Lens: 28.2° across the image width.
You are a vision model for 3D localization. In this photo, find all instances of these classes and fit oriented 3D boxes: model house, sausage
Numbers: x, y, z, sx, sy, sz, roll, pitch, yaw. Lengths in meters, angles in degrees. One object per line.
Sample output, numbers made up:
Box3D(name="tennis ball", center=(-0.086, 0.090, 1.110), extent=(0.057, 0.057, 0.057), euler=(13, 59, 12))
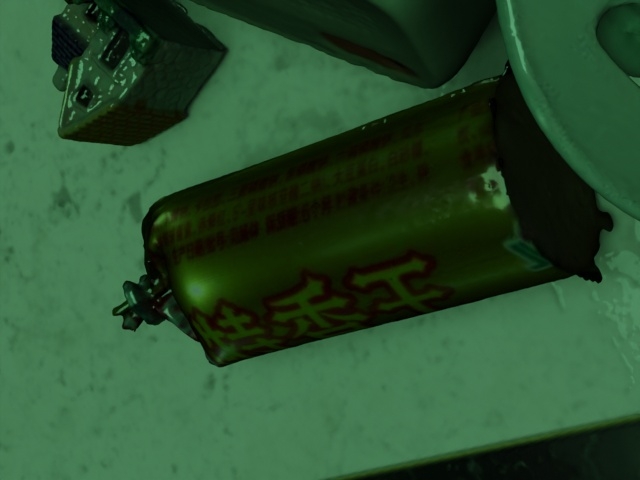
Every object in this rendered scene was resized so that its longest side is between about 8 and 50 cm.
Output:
Box3D(name="model house", center=(-0.139, -0.119, 0.833), extent=(0.100, 0.088, 0.100), euler=(46, 112, 19))
Box3D(name="sausage", center=(-0.001, -0.001, 0.756), extent=(0.317, 0.117, 0.125), euler=(-17, 122, 27))

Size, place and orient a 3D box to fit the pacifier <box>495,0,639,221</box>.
Box3D(name="pacifier", center=(0.225, -0.166, 0.524), extent=(0.288, 0.269, 0.343), euler=(37, 82, -10))

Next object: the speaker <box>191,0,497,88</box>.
Box3D(name="speaker", center=(-0.065, -0.243, 0.707), extent=(0.406, 0.183, 0.184), euler=(25, 85, 22))
